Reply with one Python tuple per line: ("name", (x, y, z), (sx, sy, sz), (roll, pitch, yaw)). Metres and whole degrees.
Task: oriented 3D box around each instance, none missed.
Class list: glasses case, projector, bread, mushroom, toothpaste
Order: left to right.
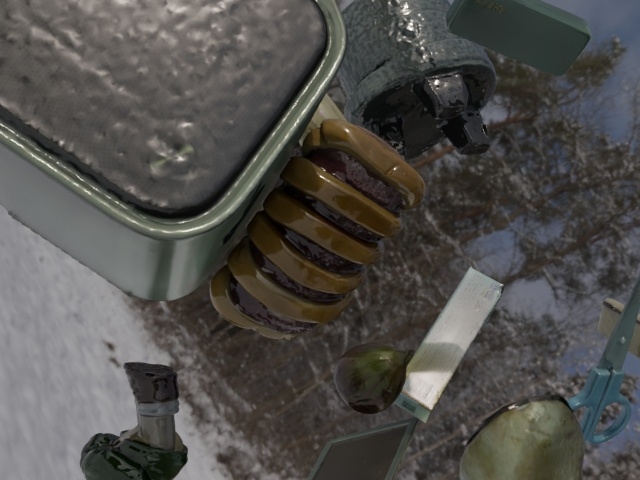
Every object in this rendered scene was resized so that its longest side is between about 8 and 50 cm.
("projector", (-0.150, -0.114, 0.617), (0.248, 0.249, 0.249), (35, -21, -4))
("bread", (0.000, 0.000, 0.681), (0.134, 0.225, 0.081), (26, 16, -26))
("toothpaste", (0.243, 0.188, 1.346), (0.089, 0.313, 0.071), (28, -30, 18))
("glasses case", (0.267, -0.290, 0.966), (0.078, 0.184, 0.039), (121, -18, -45))
("mushroom", (0.371, 0.419, 1.286), (0.267, 0.189, 0.164), (-53, -139, 26))

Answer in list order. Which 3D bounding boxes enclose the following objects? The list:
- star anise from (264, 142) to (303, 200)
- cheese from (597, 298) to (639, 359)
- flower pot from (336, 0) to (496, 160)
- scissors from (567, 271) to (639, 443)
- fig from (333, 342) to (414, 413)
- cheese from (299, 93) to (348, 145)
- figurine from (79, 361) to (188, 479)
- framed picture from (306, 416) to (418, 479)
("star anise", (-0.059, -0.138, 1.199), (0.065, 0.182, 0.195), (34, 7, 2))
("cheese", (0.675, 0.229, 1.321), (0.400, 0.034, 0.085), (40, -44, 54))
("flower pot", (0.166, -0.273, 1.293), (0.299, 0.298, 0.283), (99, -28, -64))
("scissors", (0.573, 0.226, 1.393), (0.029, 0.192, 0.447), (-124, -143, -58))
("fig", (0.092, 0.205, 1.106), (0.109, 0.154, 0.103), (29, 44, -36))
("cheese", (0.025, -0.104, 0.884), (0.227, 0.064, 0.137), (53, 6, -4))
("figurine", (-0.247, 0.345, 0.909), (0.281, 0.167, 0.370), (172, -72, -69))
("framed picture", (0.046, 0.443, 1.277), (0.232, 0.296, 0.019), (-26, -75, 37))
